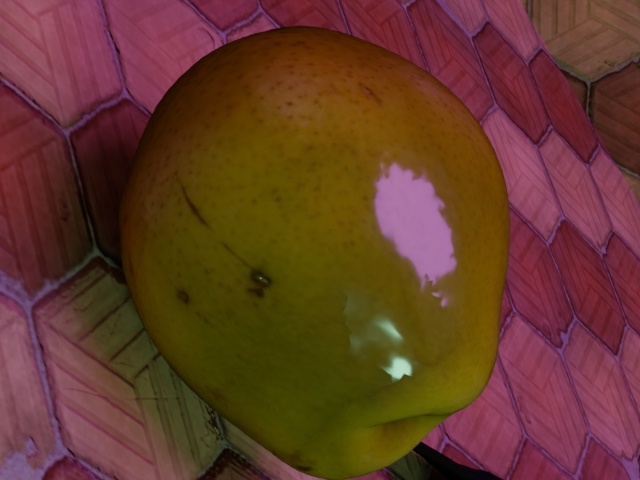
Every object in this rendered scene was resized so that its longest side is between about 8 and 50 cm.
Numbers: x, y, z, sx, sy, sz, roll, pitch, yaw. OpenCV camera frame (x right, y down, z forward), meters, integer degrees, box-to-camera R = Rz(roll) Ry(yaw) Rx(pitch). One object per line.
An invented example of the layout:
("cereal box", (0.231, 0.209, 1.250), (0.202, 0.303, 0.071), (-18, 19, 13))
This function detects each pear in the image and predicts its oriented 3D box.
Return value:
("pear", (0.000, 0.000, 1.376), (0.362, 0.362, 0.418), (14, 48, -56))

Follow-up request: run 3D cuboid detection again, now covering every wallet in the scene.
("wallet", (0.245, 0.317, 1.696), (0.247, 0.041, 0.323), (25, -7, 47))
